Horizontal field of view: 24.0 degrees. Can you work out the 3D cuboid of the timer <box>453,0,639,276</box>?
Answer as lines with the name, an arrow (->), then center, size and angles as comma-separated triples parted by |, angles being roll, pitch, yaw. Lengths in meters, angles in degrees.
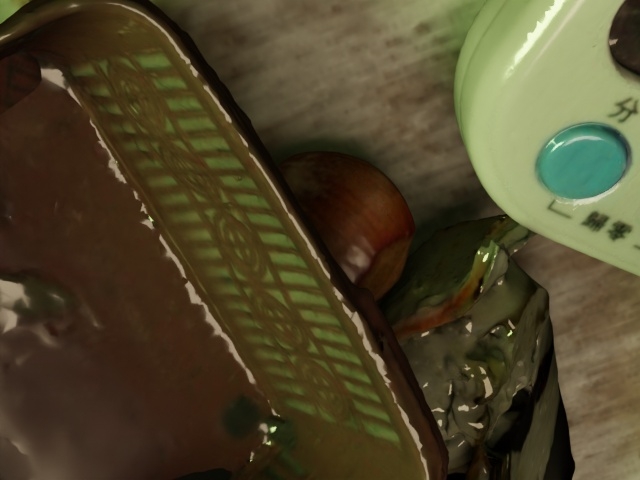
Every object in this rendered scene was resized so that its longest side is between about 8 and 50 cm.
timer -> 0.203, -0.085, 0.677 | 0.262, 0.087, 0.237 | 21, 120, -24

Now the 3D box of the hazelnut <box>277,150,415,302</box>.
hazelnut -> 0.000, 0.000, 0.712 | 0.086, 0.086, 0.086 | -5, 126, -7

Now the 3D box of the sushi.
sushi -> 0.054, 0.091, 0.767 | 0.109, 0.134, 0.273 | 9, 142, 22

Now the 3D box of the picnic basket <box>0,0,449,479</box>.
picnic basket -> -0.100, 0.055, 0.636 | 0.222, 0.129, 0.297 | -37, 111, -14
